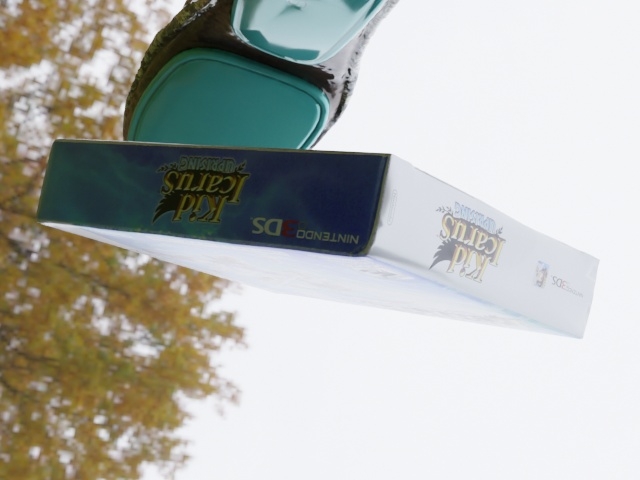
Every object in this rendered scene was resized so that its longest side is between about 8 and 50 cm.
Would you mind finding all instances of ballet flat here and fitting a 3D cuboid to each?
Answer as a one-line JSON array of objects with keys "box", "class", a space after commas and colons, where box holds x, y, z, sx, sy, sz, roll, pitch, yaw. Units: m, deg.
[{"box": [-0.030, -0.182, 0.927, 0.483, 0.164, 0.182, 134, -26, -61], "class": "ballet flat"}]

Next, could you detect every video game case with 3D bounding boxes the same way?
[{"box": [0.000, 0.000, 0.771, 0.270, 0.244, 0.061, 6, -98, 40], "class": "video game case"}]
